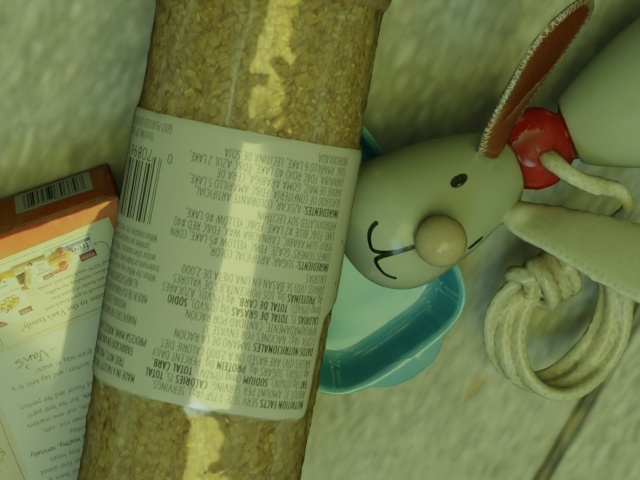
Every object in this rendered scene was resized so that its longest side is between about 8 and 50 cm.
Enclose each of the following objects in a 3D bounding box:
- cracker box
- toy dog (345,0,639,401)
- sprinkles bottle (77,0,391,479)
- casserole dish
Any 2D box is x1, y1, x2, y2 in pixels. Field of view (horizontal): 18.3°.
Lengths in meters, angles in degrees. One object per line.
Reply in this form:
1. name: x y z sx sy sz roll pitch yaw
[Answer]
1. cracker box: -0.151 0.093 1.094 0.156 0.067 0.232 -18 111 -4
2. toy dog: 0.186 -0.057 1.030 0.333 0.161 0.220 -47 114 -1
3. sprinkles bottle: -0.051 0.031 1.000 0.121 0.121 0.355 9 95 -13
4. casserole dish: 0.000 0.000 1.104 0.114 0.037 0.188 -35 112 3
